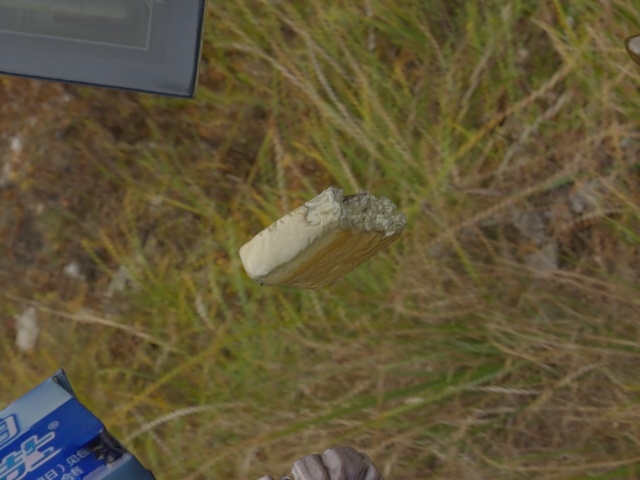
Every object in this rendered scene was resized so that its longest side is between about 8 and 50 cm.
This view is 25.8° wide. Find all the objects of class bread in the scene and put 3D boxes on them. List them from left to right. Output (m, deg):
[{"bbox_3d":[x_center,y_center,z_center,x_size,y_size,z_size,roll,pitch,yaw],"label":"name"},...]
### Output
[{"bbox_3d":[0.000,0.000,0.726,0.070,0.083,0.035,-34,75,23],"label":"bread"}]

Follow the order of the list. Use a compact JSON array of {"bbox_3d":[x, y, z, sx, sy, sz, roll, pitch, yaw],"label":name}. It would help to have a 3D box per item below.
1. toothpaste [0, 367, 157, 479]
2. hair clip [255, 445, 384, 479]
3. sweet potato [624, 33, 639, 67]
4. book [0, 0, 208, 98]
[{"bbox_3d":[-0.037,0.161,0.401,0.066,0.272,0.053,-34,36,-20],"label":"toothpaste"},{"bbox_3d":[-0.094,0.226,1.051,0.173,0.300,0.069,100,160,-56],"label":"hair clip"},{"bbox_3d":[0.355,-0.150,1.228,0.182,0.053,0.054,27,126,23],"label":"sweet potato"},{"bbox_3d":[-0.202,-0.200,0.897,0.025,0.269,0.191,-98,16,-70],"label":"book"}]
